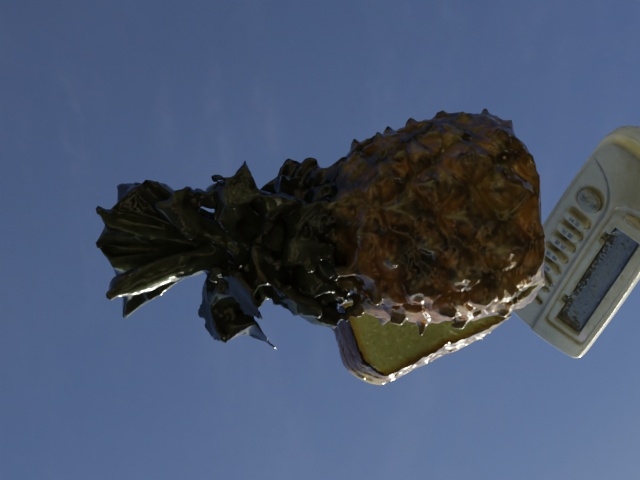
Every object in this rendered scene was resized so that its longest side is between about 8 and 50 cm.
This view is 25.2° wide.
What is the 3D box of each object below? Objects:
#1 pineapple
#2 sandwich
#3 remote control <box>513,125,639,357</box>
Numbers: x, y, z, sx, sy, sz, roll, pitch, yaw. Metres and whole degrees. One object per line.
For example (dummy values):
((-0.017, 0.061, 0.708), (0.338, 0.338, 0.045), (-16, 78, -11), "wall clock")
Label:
((0.000, -0.001, 0.814), (0.248, 0.128, 0.128), (-9, -67, -4), "pineapple")
((0.075, 0.028, 1.481), (0.186, 0.065, 0.214), (-26, -102, -19), "sandwich")
((0.229, 0.001, 1.177), (0.049, 0.090, 0.230), (-42, -17, -40), "remote control")
